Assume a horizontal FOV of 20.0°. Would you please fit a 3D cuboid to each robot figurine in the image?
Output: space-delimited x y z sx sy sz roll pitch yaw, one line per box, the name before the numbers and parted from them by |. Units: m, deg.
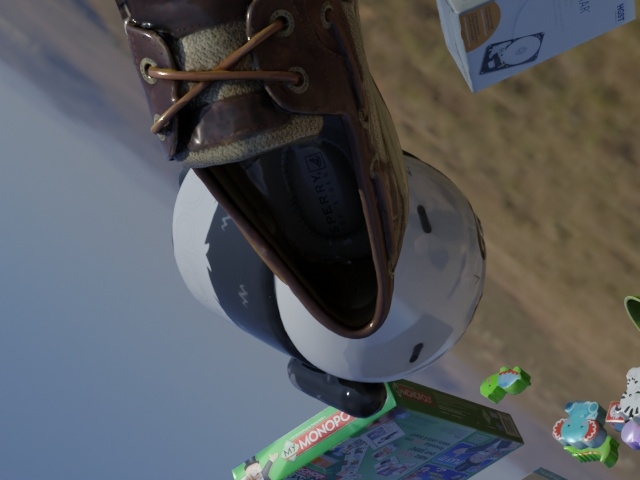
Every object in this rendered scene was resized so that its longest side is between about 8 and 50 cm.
robot figurine | 0.002 0.001 1.340 0.209 0.173 0.278 48 166 -33

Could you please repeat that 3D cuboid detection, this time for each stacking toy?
stacking toy | 0.275 0.178 1.697 0.221 0.052 0.167 -3 148 46

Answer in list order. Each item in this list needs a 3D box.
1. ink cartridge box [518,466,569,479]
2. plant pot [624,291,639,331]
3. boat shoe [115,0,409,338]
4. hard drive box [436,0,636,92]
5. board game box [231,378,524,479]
ink cartridge box | 0.201 0.276 1.656 0.090 0.092 0.143 26 -167 21
plant pot | 0.355 0.062 1.776 0.083 0.079 0.083 47 168 13
boat shoe | -0.034 -0.086 0.936 0.123 0.123 0.342 -92 -16 -50
hard drive box | 0.264 -0.307 2.237 0.181 0.232 0.089 67 177 -61
board game box | 0.072 0.246 2.058 0.317 0.213 0.046 24 -143 -56
